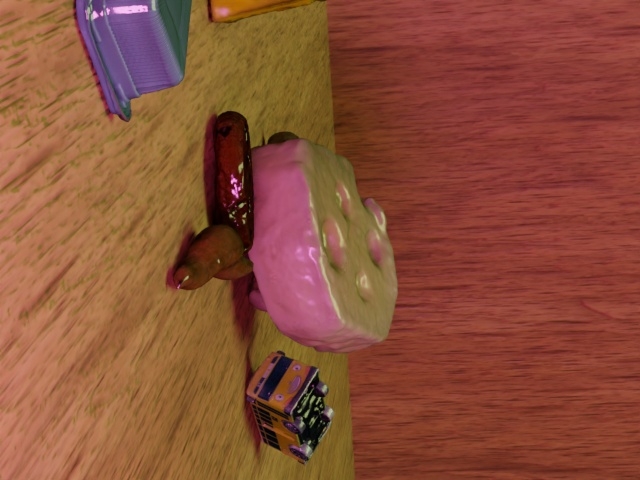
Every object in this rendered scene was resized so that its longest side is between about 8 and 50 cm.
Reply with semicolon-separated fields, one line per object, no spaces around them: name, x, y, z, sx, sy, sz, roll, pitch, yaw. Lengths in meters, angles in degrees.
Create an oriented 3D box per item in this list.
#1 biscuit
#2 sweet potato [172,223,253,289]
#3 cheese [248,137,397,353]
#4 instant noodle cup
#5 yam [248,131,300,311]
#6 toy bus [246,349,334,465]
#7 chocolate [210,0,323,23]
biscuit;-0.109;-0.073;1.846;0.192;0.049;0.192;179;-90;-88
sweet potato;-0.123;0.017;1.634;0.249;0.059;0.069;-17;118;-80
cheese;0.000;0.000;2.045;0.318;0.115;0.326;-68;139;-57
instant noodle cup;-0.159;-0.216;1.288;0.157;0.070;0.179;76;14;-57
yam;-0.060;-0.027;2.188;0.357;0.081;0.081;-84;171;-46
toy bus;-0.045;0.237;2.080;0.088;0.101;0.175;-56;156;-25
chocolate;0.002;-0.387;1.941;0.301;0.288;0.137;-65;142;-78
